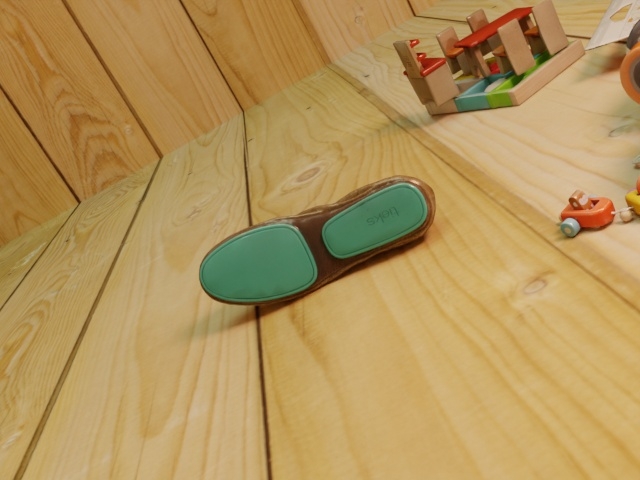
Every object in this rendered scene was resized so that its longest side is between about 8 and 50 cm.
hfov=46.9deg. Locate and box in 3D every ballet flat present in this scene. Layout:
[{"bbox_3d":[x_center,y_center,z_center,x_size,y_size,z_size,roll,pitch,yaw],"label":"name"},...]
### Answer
[{"bbox_3d":[0.000,0.000,1.025,0.342,0.116,0.124,-25,0,13],"label":"ballet flat"}]

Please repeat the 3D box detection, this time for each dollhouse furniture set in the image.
[{"bbox_3d":[0.284,-0.374,1.391,0.259,0.135,0.262,-32,19,-7],"label":"dollhouse furniture set"}]

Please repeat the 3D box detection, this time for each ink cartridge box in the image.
[{"bbox_3d":[0.575,-0.370,1.181,0.238,0.060,0.275,-14,25,40],"label":"ink cartridge box"}]

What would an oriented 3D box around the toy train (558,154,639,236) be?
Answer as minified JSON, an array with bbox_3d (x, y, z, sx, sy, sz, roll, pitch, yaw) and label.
[{"bbox_3d":[0.332,-0.067,0.789,0.166,0.046,0.125,-38,21,-23],"label":"toy train"}]

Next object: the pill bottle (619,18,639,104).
[{"bbox_3d":[0.478,-0.262,0.940,0.245,0.130,0.130,-40,22,-28],"label":"pill bottle"}]

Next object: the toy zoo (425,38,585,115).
[{"bbox_3d":[0.329,-0.305,1.410,0.192,0.030,0.293,-37,21,-21],"label":"toy zoo"}]
